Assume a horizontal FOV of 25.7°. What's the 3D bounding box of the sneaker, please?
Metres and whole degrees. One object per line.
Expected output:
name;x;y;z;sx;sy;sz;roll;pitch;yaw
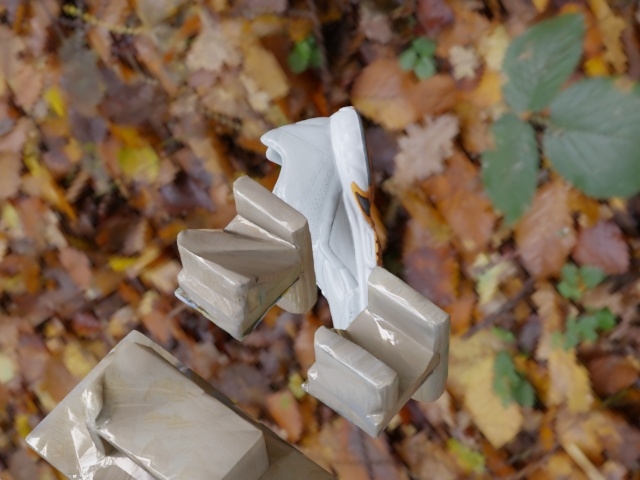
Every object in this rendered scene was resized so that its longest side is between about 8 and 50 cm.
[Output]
sneaker;0.000;0.000;1.413;0.099;0.121;0.262;66;-164;-74

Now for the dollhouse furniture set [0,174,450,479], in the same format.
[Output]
dollhouse furniture set;-0.027;0.231;1.009;0.394;0.362;0.256;34;155;22
